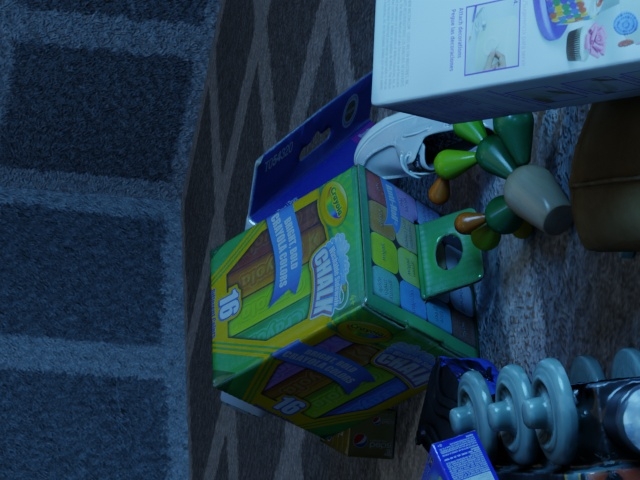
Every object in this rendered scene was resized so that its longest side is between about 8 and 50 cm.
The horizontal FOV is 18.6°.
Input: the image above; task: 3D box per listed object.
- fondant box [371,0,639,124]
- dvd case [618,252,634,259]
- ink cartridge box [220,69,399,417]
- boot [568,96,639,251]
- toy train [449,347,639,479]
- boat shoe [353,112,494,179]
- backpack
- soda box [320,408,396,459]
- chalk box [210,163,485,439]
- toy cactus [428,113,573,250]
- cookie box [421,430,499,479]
[{"bbox_3d":[0.186,-0.221,1.373,0.330,0.096,0.238,-6,77,47],"label":"fondant box"},{"bbox_3d":[0.252,-0.057,1.594,0.087,0.013,0.119,107,164,-49],"label":"dvd case"},{"bbox_3d":[0.000,0.000,2.337,0.324,0.071,0.330,-42,-31,-53],"label":"ink cartridge box"},{"bbox_3d":[0.247,0.000,1.394,0.269,0.089,0.236,-170,99,-76],"label":"boot"},{"bbox_3d":[0.200,0.181,1.478,0.334,0.142,0.190,154,108,-75],"label":"toy train"},{"bbox_3d":[0.110,-0.095,2.003,0.066,0.184,0.063,55,-147,-32],"label":"boat shoe"},{"bbox_3d":[0.151,0.166,1.792,0.120,0.101,0.098,-124,38,-67],"label":"backpack"},{"bbox_3d":[0.045,0.232,2.434,0.181,0.058,0.061,-179,94,-79],"label":"soda box"},{"bbox_3d":[0.045,0.055,2.046,0.289,0.179,0.180,-31,46,34],"label":"chalk box"},{"bbox_3d":[0.182,-0.064,1.808,0.180,0.112,0.219,52,137,46],"label":"toy cactus"},{"bbox_3d":[0.117,0.214,1.490,0.092,0.040,0.107,98,151,-59],"label":"cookie box"}]
